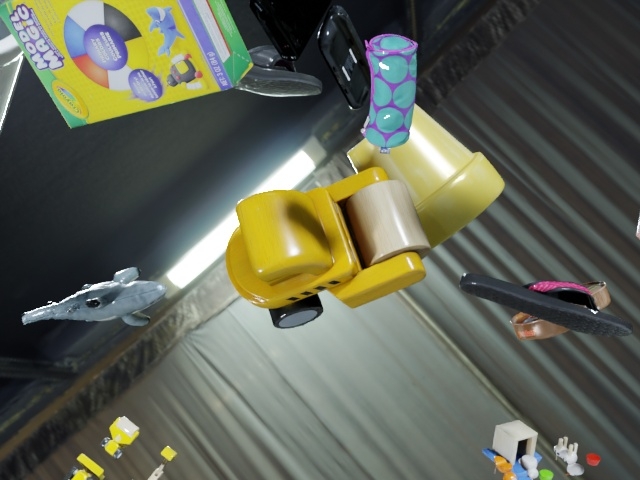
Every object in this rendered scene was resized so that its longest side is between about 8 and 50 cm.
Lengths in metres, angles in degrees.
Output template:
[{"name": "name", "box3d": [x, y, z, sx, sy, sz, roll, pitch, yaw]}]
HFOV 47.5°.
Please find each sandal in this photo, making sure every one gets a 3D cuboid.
[{"name": "sandal", "box3d": [-0.171, -0.440, 1.812, 0.446, 0.107, 0.168, 4, -2, -39]}, {"name": "sandal", "box3d": [0.235, 0.057, 0.750, 0.067, 0.179, 0.040, 79, -149, -70]}]

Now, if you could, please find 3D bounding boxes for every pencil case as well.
[{"name": "pencil case", "box3d": [0.091, -0.197, 0.975, 0.070, 0.064, 0.151, -4, -51, -6]}]

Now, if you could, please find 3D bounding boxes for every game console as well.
[{"name": "game console", "box3d": [0.012, -0.364, 1.286, 0.213, 0.044, 0.361, -62, -36, -19]}]

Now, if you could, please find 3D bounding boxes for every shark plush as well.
[{"name": "shark plush", "box3d": [-0.268, 0.067, 0.866, 0.161, 0.073, 0.067, 2, -3, -19]}]

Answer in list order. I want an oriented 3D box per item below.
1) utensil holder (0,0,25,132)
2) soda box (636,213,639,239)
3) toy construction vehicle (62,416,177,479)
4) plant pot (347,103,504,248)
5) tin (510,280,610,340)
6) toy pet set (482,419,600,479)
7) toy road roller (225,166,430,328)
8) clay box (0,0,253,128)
[{"name": "utensil holder", "box3d": [-0.583, -0.223, 0.978, 0.328, 0.327, 0.385, -26, -17, -46]}, {"name": "soda box", "box3d": [0.495, -0.032, 0.908, 0.183, 0.058, 0.063, -10, -56, -7]}, {"name": "toy construction vehicle", "box3d": [-0.207, 0.240, 0.750, 0.098, 0.086, 0.035, -56, -14, -17]}, {"name": "plant pot", "box3d": [0.186, -0.126, 1.421, 0.254, 0.239, 0.254, -39, 4, 3]}, {"name": "tin", "box3d": [0.389, 0.113, 1.171, 0.190, 0.040, 0.106, -21, -2, -33]}, {"name": "toy pet set", "box3d": [0.246, 0.273, 0.867, 0.122, 0.114, 0.065, -5, -71, -27]}, {"name": "toy road roller", "box3d": [0.000, 0.000, 1.210, 0.330, 0.202, 0.240, -22, -22, 8]}, {"name": "clay box", "box3d": [-0.186, -0.178, 0.649, 0.222, 0.127, 0.053, -8, 34, 27]}]
